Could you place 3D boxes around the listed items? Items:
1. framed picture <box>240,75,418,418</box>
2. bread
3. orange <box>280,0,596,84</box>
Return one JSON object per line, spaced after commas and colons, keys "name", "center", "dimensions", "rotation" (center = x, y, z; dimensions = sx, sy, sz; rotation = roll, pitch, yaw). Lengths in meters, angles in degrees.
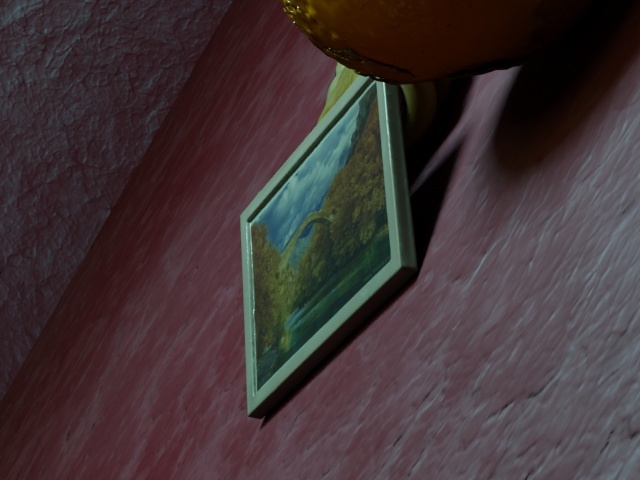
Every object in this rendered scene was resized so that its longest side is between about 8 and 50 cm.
{"name": "framed picture", "center": [0.000, 0.000, 1.416], "dimensions": [0.250, 0.016, 0.184], "rotation": [-45, 41, 50]}
{"name": "bread", "center": [0.067, -0.151, 1.510], "dimensions": [0.134, 0.081, 0.225], "rotation": [-53, 13, 49]}
{"name": "orange", "center": [0.075, -0.220, 1.232], "dimensions": [0.246, 0.246, 0.246], "rotation": [-56, 11, 17]}
